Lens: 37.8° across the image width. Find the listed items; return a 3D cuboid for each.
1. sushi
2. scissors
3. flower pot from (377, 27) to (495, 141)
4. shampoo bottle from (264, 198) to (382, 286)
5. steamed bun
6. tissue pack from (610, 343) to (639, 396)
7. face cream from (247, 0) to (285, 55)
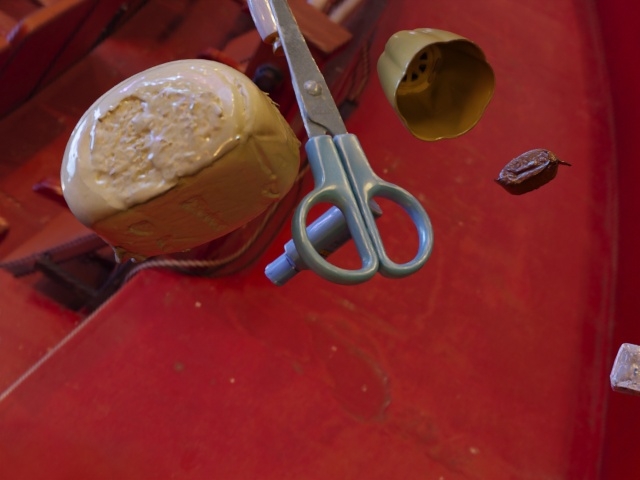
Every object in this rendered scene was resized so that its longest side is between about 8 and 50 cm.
[{"bbox_3d":[0.348,-0.112,1.539,0.055,0.120,0.052,35,26,-58],"label":"sushi"},{"bbox_3d":[0.002,-0.153,1.172,0.192,0.029,0.447,-8,69,-31],"label":"scissors"},{"bbox_3d":[0.196,-0.303,1.714,0.195,0.195,0.179,11,25,-25],"label":"flower pot"},{"bbox_3d":[0.000,0.000,1.865,0.104,0.258,0.061,25,31,-58],"label":"shampoo bottle"},{"bbox_3d":[-0.168,-0.097,1.110,0.166,0.273,0.232,67,12,18],"label":"steamed bun"},{"bbox_3d":[0.479,0.199,1.428,0.058,0.074,0.094,16,-9,24],"label":"tissue pack"},{"bbox_3d":[-0.099,-0.443,1.797,0.072,0.051,0.182,-19,77,-15],"label":"face cream"}]
